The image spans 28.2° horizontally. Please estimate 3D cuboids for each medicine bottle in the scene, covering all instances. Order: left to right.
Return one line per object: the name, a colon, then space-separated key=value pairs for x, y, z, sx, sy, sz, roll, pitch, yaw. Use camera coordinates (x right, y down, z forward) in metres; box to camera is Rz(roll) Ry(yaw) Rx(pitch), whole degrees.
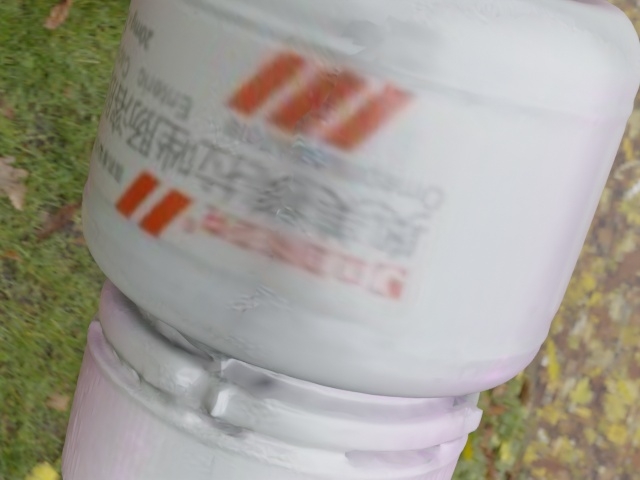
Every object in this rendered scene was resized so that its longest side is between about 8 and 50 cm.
medicine bottle: x=0.000 y=0.000 z=0.672 sx=0.256 sy=0.256 sz=0.325 roll=7 pitch=110 yaw=-33
